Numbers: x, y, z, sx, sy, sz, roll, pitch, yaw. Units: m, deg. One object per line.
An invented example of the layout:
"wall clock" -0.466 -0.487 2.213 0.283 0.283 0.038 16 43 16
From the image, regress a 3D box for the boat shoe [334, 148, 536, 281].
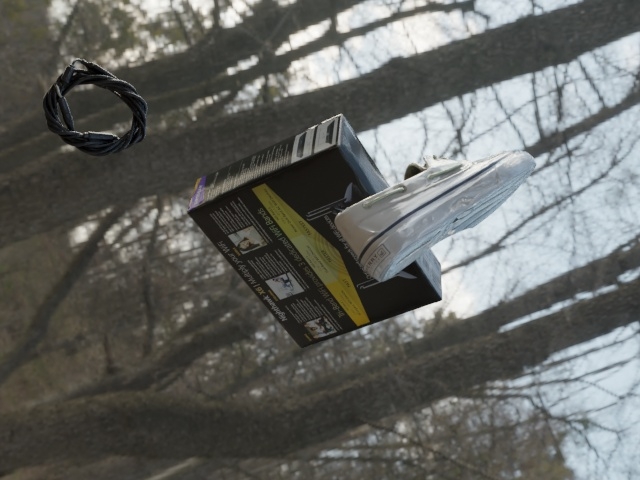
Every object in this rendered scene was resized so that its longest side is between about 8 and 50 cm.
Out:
"boat shoe" 0.110 -0.046 0.817 0.076 0.226 0.083 49 -39 16

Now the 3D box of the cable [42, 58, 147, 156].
"cable" -0.399 -0.227 1.593 0.184 0.151 0.047 35 -14 -18

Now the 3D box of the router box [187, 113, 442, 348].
"router box" 0.000 0.000 1.267 0.309 0.242 0.081 54 27 -32
